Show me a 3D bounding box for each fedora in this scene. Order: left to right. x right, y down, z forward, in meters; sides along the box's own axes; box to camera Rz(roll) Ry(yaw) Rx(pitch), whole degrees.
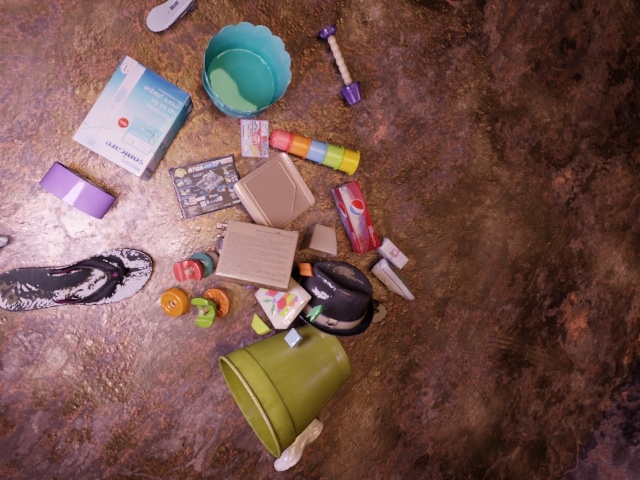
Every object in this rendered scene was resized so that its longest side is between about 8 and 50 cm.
[{"bbox_3d":[0.058,0.166,1.484,0.334,0.334,0.152,14,133,-19],"label":"fedora"}]

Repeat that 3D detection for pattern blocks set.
[{"bbox_3d":[-0.131,0.187,1.433,0.285,0.325,0.026,-58,142,-3],"label":"pattern blocks set"}]

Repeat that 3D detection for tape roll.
[{"bbox_3d":[-0.706,-0.145,1.261,0.189,0.189,0.080,36,83,-18],"label":"tape roll"}]

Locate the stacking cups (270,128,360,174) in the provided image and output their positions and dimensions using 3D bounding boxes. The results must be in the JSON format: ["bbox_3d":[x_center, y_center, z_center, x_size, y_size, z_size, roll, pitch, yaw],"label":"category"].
[{"bbox_3d":[-0.019,-0.328,1.537,0.316,0.096,0.096,17,89,-16],"label":"stacking cups"}]

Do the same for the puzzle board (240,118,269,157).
[{"bbox_3d":[-0.228,-0.355,1.500,0.096,0.011,0.128,-2,94,-19],"label":"puzzle board"}]

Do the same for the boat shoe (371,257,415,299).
[{"bbox_3d":[0.283,0.161,1.689,0.075,0.083,0.226,-34,112,18],"label":"boat shoe"}]

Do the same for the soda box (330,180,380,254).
[{"bbox_3d":[0.131,-0.085,1.600,0.083,0.092,0.263,-24,101,-17],"label":"soda box"}]

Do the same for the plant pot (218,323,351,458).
[{"bbox_3d":[-0.098,0.457,1.456,0.353,0.366,0.367,-29,103,-26],"label":"plant pot"}]

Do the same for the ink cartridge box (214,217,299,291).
[{"bbox_3d":[-0.202,0.051,1.396,0.234,0.088,0.193,12,71,-2],"label":"ink cartridge box"}]

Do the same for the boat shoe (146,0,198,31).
[{"bbox_3d":[-0.464,-0.727,1.368,0.183,0.083,0.065,-32,105,14],"label":"boat shoe"}]

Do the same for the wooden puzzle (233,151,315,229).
[{"bbox_3d":[-0.158,-0.160,1.504,0.238,0.044,0.221,-40,106,-27],"label":"wooden puzzle"}]

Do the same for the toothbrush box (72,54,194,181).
[{"bbox_3d":[-0.560,-0.363,1.314,0.216,0.126,0.296,31,85,-10],"label":"toothbrush box"}]

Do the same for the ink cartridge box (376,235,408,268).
[{"bbox_3d":[0.267,0.046,1.658,0.122,0.088,0.052,45,83,-16],"label":"ink cartridge box"}]

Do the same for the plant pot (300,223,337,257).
[{"bbox_3d":[0.000,0.000,1.562,0.109,0.109,0.096,16,76,-19],"label":"plant pot"}]

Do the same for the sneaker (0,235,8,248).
[{"bbox_3d":[-0.997,0.055,1.240,0.215,0.084,0.083,-29,105,-5],"label":"sneaker"}]

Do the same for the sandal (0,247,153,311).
[{"bbox_3d":[-0.742,0.135,1.314,0.445,0.107,0.168,-12,98,-18],"label":"sandal"}]

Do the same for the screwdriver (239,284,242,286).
[{"bbox_3d":[-0.237,0.091,1.533,0.024,0.025,0.170,39,73,-17],"label":"screwdriver"}]

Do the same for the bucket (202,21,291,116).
[{"bbox_3d":[-0.246,-0.533,1.389,0.281,0.183,0.281,-1,93,-19],"label":"bucket"}]

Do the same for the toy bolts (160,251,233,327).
[{"bbox_3d":[-0.408,0.146,1.442,0.218,0.158,0.229,3,107,21],"label":"toy bolts"}]

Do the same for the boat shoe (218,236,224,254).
[{"bbox_3d":[-0.242,-0.001,1.494,0.228,0.080,0.076,-8,99,-10],"label":"boat shoe"}]

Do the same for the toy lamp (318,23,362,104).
[{"bbox_3d":[0.077,-0.625,1.548,0.080,0.080,0.275,-29,101,-14],"label":"toy lamp"}]

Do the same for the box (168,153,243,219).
[{"bbox_3d":[-0.374,-0.180,1.443,0.220,0.051,0.175,-18,100,-17],"label":"box"}]

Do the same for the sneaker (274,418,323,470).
[{"bbox_3d":[-0.103,0.735,1.599,0.115,0.090,0.232,46,71,-10],"label":"sneaker"}]

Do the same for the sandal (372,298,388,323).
[{"bbox_3d":[0.150,0.252,1.653,0.254,0.054,0.097,26,86,-19],"label":"sandal"}]
